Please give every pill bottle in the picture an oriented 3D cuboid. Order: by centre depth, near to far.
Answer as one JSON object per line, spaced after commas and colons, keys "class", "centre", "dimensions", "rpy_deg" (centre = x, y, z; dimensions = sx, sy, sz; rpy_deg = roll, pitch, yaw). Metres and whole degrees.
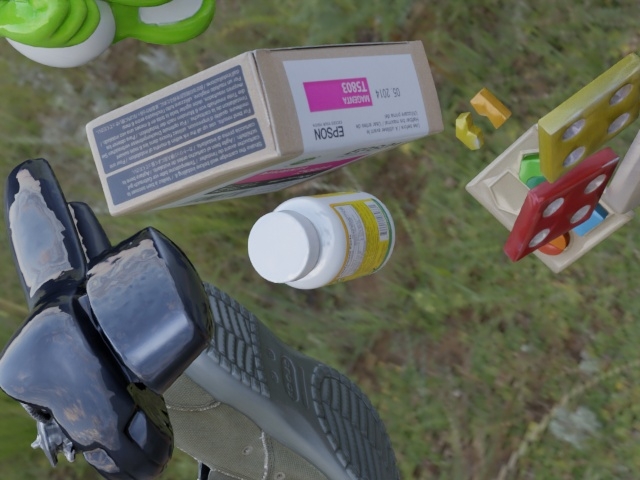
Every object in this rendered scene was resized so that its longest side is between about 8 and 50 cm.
{"class": "pill bottle", "centre": [0.000, 0.000, 1.837], "dimensions": [0.117, 0.208, 0.117], "rpy_deg": [3, 97, 29]}

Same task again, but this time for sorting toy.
{"class": "sorting toy", "centre": [0.196, -0.063, 0.621], "dimensions": [0.046, 0.274, 0.132], "rpy_deg": [51, 150, 23]}
{"class": "sorting toy", "centre": [0.324, -0.091, 2.311], "dimensions": [0.041, 0.307, 0.229], "rpy_deg": [-49, 3, -37]}

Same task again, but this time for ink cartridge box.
{"class": "ink cartridge box", "centre": [-0.042, -0.094, 1.205], "dimensions": [0.193, 0.234, 0.088], "rpy_deg": [-17, 87, 39]}

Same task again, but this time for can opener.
{"class": "can opener", "centre": [-0.080, 0.021, 0.501], "dimensions": [0.073, 0.059, 0.186], "rpy_deg": [-31, 27, -5]}

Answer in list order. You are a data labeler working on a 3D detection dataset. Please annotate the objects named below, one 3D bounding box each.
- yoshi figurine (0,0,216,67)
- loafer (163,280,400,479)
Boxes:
{"class": "yoshi figurine", "centre": [-0.213, -0.191, 0.883], "dimensions": [0.203, 0.362, 0.203], "rpy_deg": [24, 114, 55]}
{"class": "loafer", "centre": [-0.035, 0.116, 0.896], "dimensions": [0.087, 0.251, 0.094], "rpy_deg": [-30, 37, 21]}
